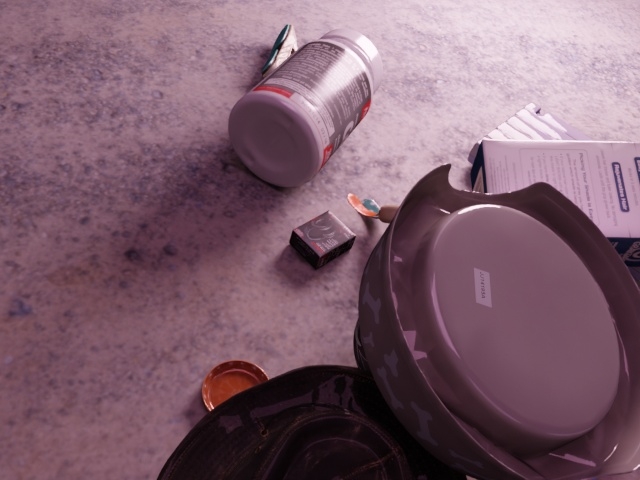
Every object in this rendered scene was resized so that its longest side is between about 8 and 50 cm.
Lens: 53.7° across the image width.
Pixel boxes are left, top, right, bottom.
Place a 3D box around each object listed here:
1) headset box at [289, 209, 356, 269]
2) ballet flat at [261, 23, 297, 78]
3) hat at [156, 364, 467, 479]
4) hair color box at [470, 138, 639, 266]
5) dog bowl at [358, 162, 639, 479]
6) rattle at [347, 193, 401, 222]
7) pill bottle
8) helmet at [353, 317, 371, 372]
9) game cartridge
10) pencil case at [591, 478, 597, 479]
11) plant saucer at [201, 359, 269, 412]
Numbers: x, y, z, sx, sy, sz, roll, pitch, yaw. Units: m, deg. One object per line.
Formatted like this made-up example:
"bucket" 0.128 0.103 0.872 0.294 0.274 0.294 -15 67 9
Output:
"headset box" 0.000 0.000 0.924 0.083 0.032 0.062 -28 62 -35
"ballet flat" -0.071 -0.350 1.210 0.052 0.057 0.168 35 48 -21
"hat" -0.008 0.252 0.580 0.331 0.134 0.332 0 62 -1
"hair color box" 0.417 -0.056 0.969 0.347 0.105 0.174 1 63 3
"dog bowl" 0.194 0.087 0.663 0.348 0.102 0.349 15 56 -23
"rattle" 0.140 0.003 0.963 0.199 0.143 0.130 0 15 5
"pill bottle" -0.011 -0.227 1.034 0.161 0.161 0.283 28 48 10
"helmet" 0.120 0.120 0.766 0.161 0.169 0.169 21 46 -15
"game cartridge" 0.457 -0.097 1.117 0.355 0.068 0.230 40 55 20
"pencil case" 0.291 0.236 0.755 0.104 0.104 0.236 36 48 17
"plant saucer" -0.099 0.181 0.751 0.083 0.013 0.084 7 49 -8
